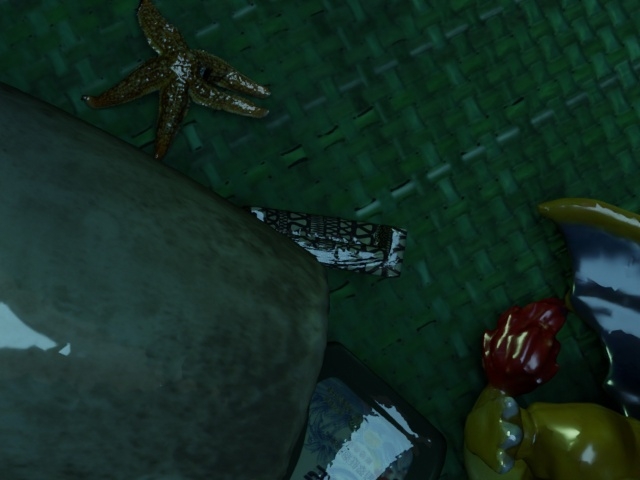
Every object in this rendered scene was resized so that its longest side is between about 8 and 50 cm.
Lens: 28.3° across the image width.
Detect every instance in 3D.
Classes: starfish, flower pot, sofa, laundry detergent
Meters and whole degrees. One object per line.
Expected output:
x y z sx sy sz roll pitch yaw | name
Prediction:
-0.112 -0.128 0.923 0.133 0.041 0.130 -21 92 -9 | starfish
-0.182 0.059 0.791 0.330 0.293 0.293 22 87 -11 | flower pot
0.000 0.000 0.932 0.118 0.060 0.039 8 93 -9 | sofa
-0.022 0.190 0.924 0.144 0.078 0.221 42 88 9 | laundry detergent

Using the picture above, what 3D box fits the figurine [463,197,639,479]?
0.281 0.174 0.879 0.387 0.268 0.400 6 85 -7 | figurine
